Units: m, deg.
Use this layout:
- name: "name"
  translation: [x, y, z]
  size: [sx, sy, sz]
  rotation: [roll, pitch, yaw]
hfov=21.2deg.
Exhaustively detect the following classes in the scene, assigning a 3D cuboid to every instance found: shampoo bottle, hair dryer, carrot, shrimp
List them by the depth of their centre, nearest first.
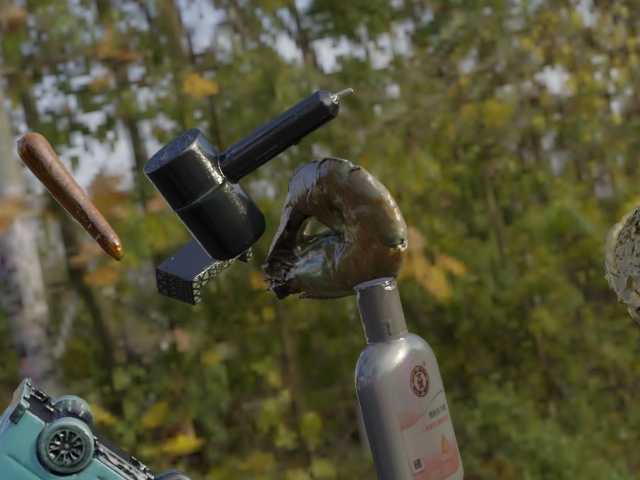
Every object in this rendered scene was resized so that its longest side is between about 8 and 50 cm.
- name: "shampoo bottle"
  translation: [0.058, 0.109, 1.236]
  size: [0.040, 0.165, 0.080]
  rotation: [-9, 6, 43]
- name: "hair dryer"
  translation: [-0.055, -0.083, 1.689]
  size: [0.219, 0.124, 0.071]
  rotation: [-34, 20, 13]
- name: "shrimp"
  translation: [0.000, 0.000, 1.749]
  size: [0.061, 0.145, 0.267]
  rotation: [-31, -1, -30]
- name: "carrot"
  translation: [-0.283, -0.049, 1.968]
  size: [0.037, 0.190, 0.037]
  rotation: [-40, -10, -8]

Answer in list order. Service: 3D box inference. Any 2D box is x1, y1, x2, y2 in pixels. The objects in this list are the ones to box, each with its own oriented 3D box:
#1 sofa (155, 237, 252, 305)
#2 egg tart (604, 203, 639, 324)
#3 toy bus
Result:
- name: "sofa"
  translation: [-0.136, 0.027, 2.016]
  size: [0.060, 0.039, 0.118]
  rotation: [16, 38, 29]
- name: "egg tart"
  translation: [0.402, -0.012, 1.621]
  size: [0.294, 0.123, 0.294]
  rotation: [-11, 28, 6]
- name: "toy bus"
  translation: [-0.209, 0.270, 1.605]
  size: [0.165, 0.271, 0.133]
  rotation: [-53, 9, 0]
